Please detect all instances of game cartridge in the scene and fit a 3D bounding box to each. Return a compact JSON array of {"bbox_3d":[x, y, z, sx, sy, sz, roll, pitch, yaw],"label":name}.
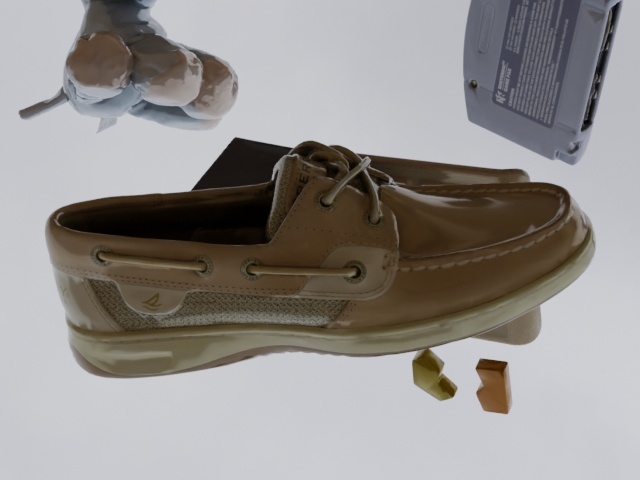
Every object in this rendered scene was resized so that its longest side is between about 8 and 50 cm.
[{"bbox_3d":[0.281,-0.260,1.715,0.196,0.294,0.060,27,-139,25],"label":"game cartridge"}]

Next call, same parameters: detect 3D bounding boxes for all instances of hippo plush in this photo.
[{"bbox_3d":[-0.219,-0.271,1.649,0.234,0.294,0.236,8,-99,-24],"label":"hippo plush"}]

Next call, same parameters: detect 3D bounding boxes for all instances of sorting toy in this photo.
[{"bbox_3d":[0.119,0.044,1.390,0.229,0.307,0.041,6,-144,24],"label":"sorting toy"}]

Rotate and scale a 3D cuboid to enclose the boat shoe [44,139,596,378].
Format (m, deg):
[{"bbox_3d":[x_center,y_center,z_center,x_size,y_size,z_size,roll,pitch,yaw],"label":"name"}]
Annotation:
[{"bbox_3d":[0.000,0.000,0.728,0.302,0.098,0.109,-9,-154,4],"label":"boat shoe"}]

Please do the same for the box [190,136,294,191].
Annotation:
[{"bbox_3d":[-0.024,-0.007,1.311,0.156,0.158,0.093,13,-127,33],"label":"box"}]
